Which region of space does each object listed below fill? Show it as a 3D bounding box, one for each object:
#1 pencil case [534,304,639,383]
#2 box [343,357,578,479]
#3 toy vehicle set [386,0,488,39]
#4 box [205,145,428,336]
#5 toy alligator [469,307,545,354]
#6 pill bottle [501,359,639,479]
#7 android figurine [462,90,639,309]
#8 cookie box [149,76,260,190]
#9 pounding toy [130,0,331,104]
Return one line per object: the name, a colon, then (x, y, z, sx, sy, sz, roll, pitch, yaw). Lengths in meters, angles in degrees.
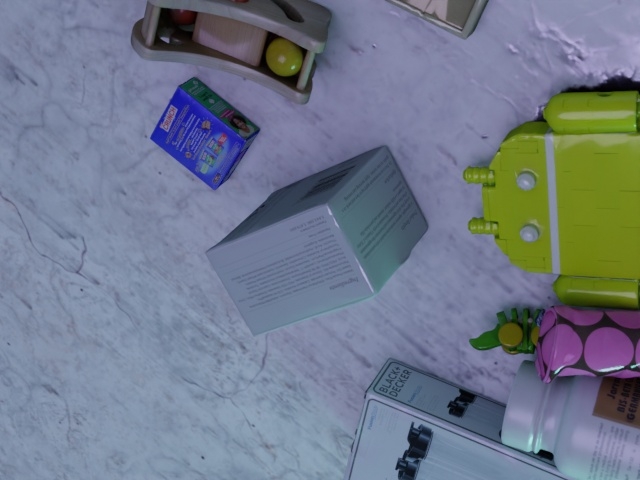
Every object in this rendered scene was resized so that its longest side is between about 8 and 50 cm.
pencil case: (0.338, 0.120, 1.115, 0.209, 0.095, 0.098, 5, 135, 1)
box: (0.186, 0.283, 1.307, 0.290, 0.087, 0.169, 20, 122, 15)
toy vehicle set: (0.129, -0.355, 1.033, 0.166, 0.035, 0.267, 30, 124, 9)
box: (0.000, 0.000, 1.192, 0.182, 0.181, 0.119, -21, 104, 33)
toy alligator: (0.268, 0.105, 1.201, 0.190, 0.056, 0.051, 1, 74, 16)
pill bottle: (0.329, 0.214, 1.174, 0.229, 0.131, 0.131, 14, 121, 19)
android figurine: (0.288, -0.042, 1.110, 0.273, 0.056, 0.248, 4, 117, 22)
cookie box: (-0.144, -0.132, 1.279, 0.107, 0.040, 0.092, 39, 126, 2)
pounding toy: (-0.109, -0.269, 1.122, 0.269, 0.154, 0.155, 26, 124, 11)
